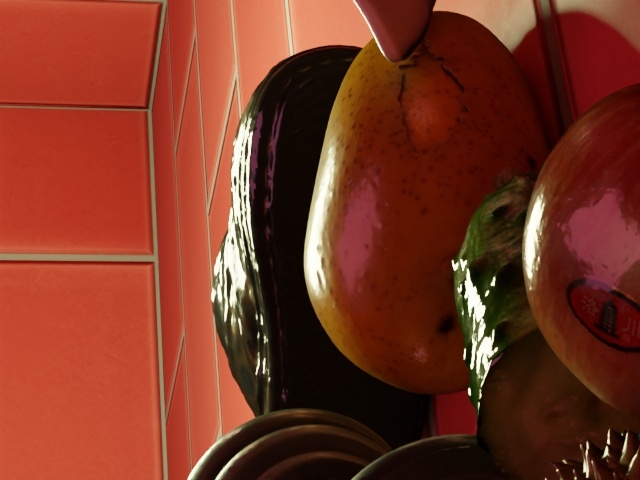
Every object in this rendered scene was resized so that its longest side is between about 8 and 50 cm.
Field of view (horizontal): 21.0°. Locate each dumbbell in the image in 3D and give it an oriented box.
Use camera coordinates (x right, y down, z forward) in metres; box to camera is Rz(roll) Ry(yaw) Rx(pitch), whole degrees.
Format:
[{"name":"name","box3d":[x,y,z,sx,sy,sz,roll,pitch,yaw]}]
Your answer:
[{"name":"dumbbell","box3d":[0.029,0.193,1.017,0.406,0.179,0.179,170,101,-73]}]

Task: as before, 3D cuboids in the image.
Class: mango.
[{"name":"mango","box3d":[0.073,-0.042,1.135,0.191,0.160,0.290,94,180,-48]}]

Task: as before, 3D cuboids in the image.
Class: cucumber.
[{"name":"cucumber","box3d":[0.126,0.027,0.911,0.244,0.134,0.134,-101,16,-58]}]

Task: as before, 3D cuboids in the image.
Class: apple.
[{"name":"apple","box3d":[0.153,0.006,0.706,0.146,0.146,0.131,-104,29,-54]}]

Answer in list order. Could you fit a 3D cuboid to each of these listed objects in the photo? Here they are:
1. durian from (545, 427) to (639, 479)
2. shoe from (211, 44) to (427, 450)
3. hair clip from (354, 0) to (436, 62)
[{"name":"durian","box3d":[0.152,0.161,0.681,0.237,0.193,0.138,116,176,-57]},{"name":"shoe","box3d":[0.000,0.000,1.442,0.237,0.171,0.384,-120,24,-62]},{"name":"hair clip","box3d":[0.048,-0.252,1.128,0.282,0.172,0.113,-51,13,-25]}]
